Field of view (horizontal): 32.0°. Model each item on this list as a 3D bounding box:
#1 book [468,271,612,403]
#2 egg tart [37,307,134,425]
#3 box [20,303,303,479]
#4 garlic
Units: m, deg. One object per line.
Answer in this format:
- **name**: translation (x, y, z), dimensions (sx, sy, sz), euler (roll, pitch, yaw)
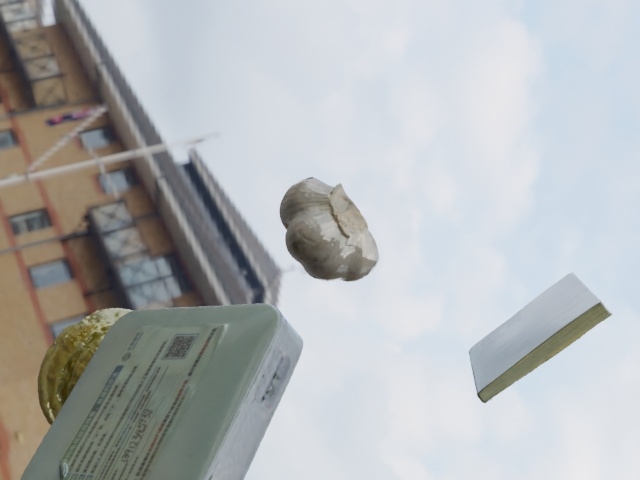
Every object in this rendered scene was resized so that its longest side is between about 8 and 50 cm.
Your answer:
- **book**: translation (0.303, 0.131, 1.600), dimensions (0.025, 0.215, 0.283), euler (52, 10, -3)
- **egg tart**: translation (-0.387, 0.273, 2.118), dimensions (0.115, 0.290, 0.290), euler (19, -58, 62)
- **box**: translation (-0.256, 0.280, 1.796), dimensions (0.396, 0.396, 0.111), euler (-4, -46, 36)
- **garlic**: translation (0.000, 0.000, 2.160), dimensions (0.229, 0.143, 0.178), euler (43, -37, 3)
